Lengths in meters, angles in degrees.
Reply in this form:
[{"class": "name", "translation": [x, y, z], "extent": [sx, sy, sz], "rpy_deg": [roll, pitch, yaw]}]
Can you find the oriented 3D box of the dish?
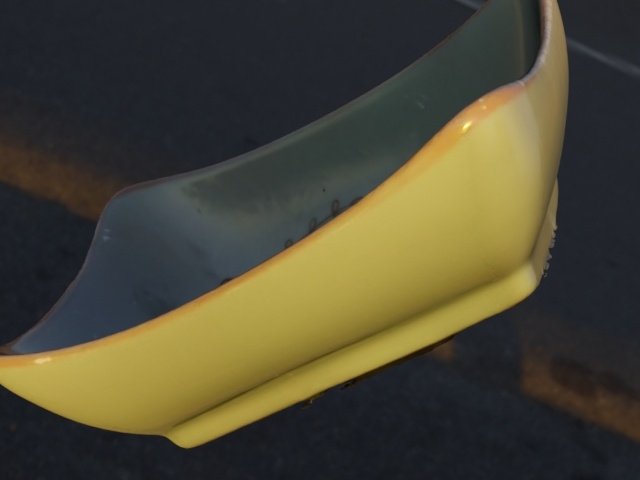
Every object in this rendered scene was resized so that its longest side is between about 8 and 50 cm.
[{"class": "dish", "translation": [0.000, 0.000, 0.543], "extent": [0.077, 0.212, 0.151], "rpy_deg": [56, 25, -15]}]
